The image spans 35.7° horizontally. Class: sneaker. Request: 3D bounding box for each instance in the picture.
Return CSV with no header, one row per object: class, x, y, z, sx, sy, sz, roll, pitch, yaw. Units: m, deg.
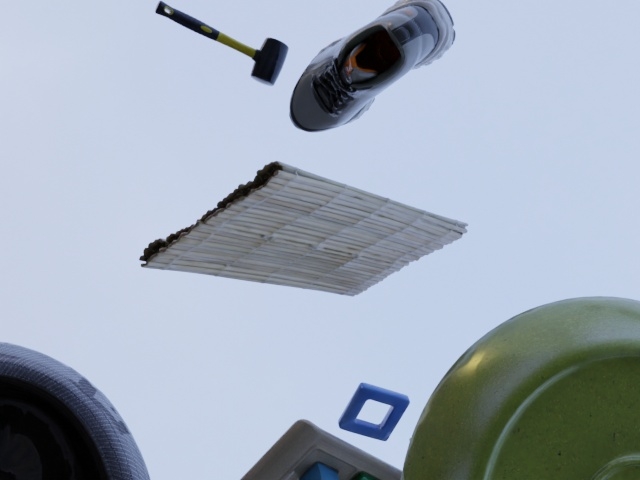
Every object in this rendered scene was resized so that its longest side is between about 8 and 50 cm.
sneaker,0.039,-0.212,1.237,0.271,0.108,0.100,-31,-89,46

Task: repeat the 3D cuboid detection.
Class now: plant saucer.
plant saucer,0.162,0.149,0.533,0.241,0.241,0.037,64,-12,2

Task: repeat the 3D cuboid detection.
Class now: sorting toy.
sorting toy,-0.001,0.314,1.143,0.348,0.196,0.047,-48,-154,17

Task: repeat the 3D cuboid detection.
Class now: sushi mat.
sushi mat,0.000,0.000,0.865,0.151,0.316,0.019,-29,-113,27

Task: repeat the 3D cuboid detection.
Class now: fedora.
fedora,-0.242,0.217,0.722,0.124,0.243,0.275,131,-52,-73

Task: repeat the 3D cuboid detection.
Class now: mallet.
mallet,-0.135,-0.262,1.335,0.039,0.189,0.062,9,-95,67
